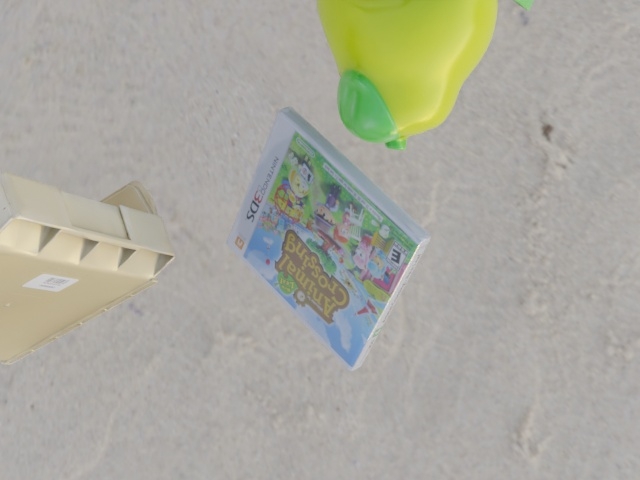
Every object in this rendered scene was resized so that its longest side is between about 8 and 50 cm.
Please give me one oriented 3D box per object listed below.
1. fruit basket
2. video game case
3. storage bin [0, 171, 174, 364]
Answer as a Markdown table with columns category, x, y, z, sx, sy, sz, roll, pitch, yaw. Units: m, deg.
| category | x | y | z | sx | sy | sz | roll | pitch | yaw |
| --- | --- | --- | --- | --- | --- | --- | --- | --- | --- |
| fruit basket | 0.084 | -0.296 | 1.136 | 0.283 | 0.392 | 0.392 | 42 | 99 | 15 |
| video game case | 0.000 | 0.000 | 1.207 | 0.023 | 0.212 | 0.193 | -22 | 147 | -43 |
| storage bin | -0.327 | 0.013 | 1.162 | 0.260 | 0.123 | 0.262 | -29 | 159 | 21 |
